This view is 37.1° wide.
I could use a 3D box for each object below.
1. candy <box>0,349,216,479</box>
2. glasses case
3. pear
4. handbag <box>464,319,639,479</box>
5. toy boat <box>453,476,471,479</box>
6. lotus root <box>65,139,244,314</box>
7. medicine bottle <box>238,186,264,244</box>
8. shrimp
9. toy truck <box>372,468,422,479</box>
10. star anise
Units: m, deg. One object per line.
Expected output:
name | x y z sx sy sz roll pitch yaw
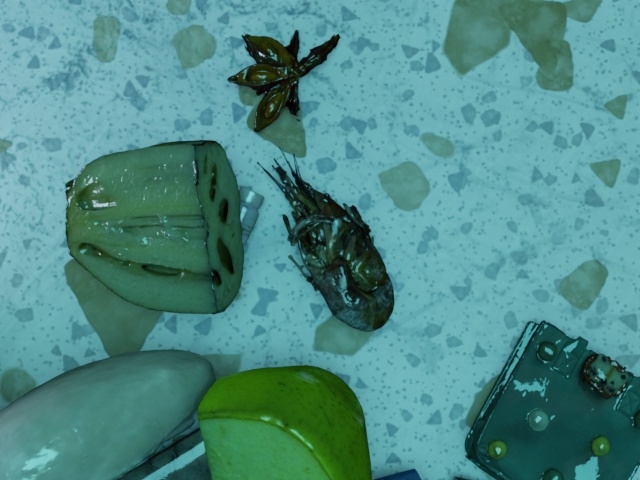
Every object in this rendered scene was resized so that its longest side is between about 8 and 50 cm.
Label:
candy | -0.349 0.288 1.403 0.427 0.386 0.186 -27 82 -22
glasses case | -0.279 0.411 1.541 0.299 0.060 0.114 -31 109 -3
pear | -0.028 0.328 1.443 0.239 0.318 0.342 -4 109 14
handbag | 0.401 0.303 1.556 0.269 0.100 0.274 33 87 1
toy boat | 0.280 0.432 1.568 0.141 0.060 0.055 17 85 -8
lotus root | -0.267 -0.023 1.525 0.260 0.149 0.267 -2 102 23
medicine bottle | -0.131 -0.041 1.581 0.052 0.052 0.089 25 86 0
shrimp | 0.002 0.000 1.554 0.145 0.116 0.343 -31 85 -27
toy truck | 0.144 0.553 1.489 0.146 0.175 0.367 -15 81 -5
star anise | -0.078 -0.285 1.597 0.157 0.053 0.212 27 88 -1
